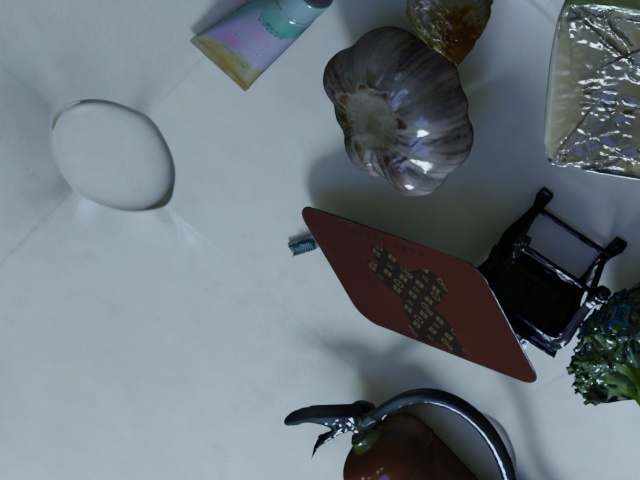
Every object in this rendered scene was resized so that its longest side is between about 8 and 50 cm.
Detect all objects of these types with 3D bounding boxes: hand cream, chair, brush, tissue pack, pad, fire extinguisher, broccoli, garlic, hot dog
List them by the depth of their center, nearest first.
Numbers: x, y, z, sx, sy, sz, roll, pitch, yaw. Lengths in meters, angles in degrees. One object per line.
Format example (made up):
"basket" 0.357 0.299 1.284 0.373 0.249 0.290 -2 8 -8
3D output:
"tissue pack" 0.267 -0.180 1.466 0.125 0.234 0.159 13 132 13
"hot dog" 0.110 -0.241 1.607 0.078 0.061 0.169 -7 107 -8
"garlic" 0.077 -0.125 1.692 0.159 0.102 0.147 49 137 14
"hand cream" -0.053 -0.203 1.733 0.076 0.047 0.174 43 141 -14
"broccoli" 0.322 0.120 1.740 0.167 0.160 0.154 -10 158 4
"chair" 0.193 0.067 1.793 0.106 0.113 0.229 34 130 -2
"pad" 0.095 0.053 1.803 0.267 0.004 0.181 20 148 47
"brush" 0.000 0.000 1.891 0.083 0.013 0.016 -18 115 33
"fire extinguisher" 0.151 0.278 1.995 0.200 0.113 0.376 -40 106 17
